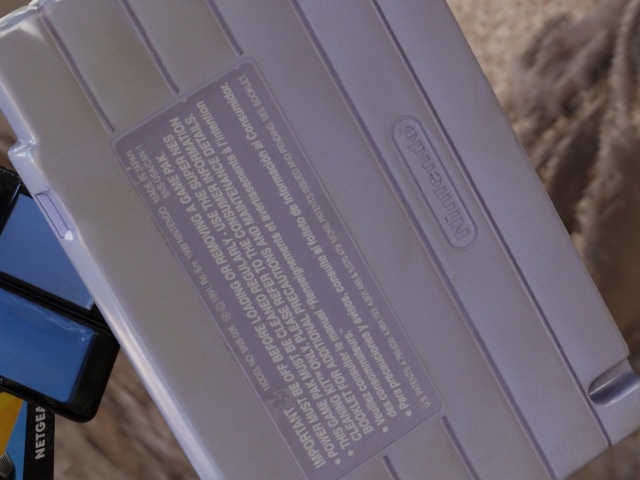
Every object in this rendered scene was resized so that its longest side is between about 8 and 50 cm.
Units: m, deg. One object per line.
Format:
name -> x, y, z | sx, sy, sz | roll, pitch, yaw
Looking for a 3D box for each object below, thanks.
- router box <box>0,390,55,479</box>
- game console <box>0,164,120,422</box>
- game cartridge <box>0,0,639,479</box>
router box -> -0.257, 0.180, 1.293 | 0.133, 0.179, 0.046 | -13, 32, -32
game console -> -0.168, 0.031, 1.089 | 0.107, 0.122, 0.071 | -62, 12, 17
game cartridge -> 0.000, 0.000, 0.930 | 0.230, 0.355, 0.068 | -31, 13, -9
